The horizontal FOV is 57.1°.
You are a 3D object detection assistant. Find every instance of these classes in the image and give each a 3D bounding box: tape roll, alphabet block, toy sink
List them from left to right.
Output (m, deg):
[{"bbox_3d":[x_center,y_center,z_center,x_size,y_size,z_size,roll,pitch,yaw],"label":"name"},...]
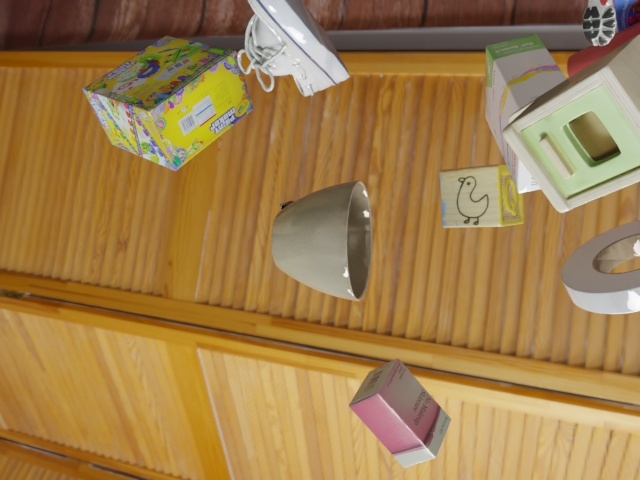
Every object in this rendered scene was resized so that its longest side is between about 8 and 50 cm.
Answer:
[{"bbox_3d":[0.510,-0.138,1.856,0.193,0.197,0.193,-9,96,-49],"label":"alphabet block"},{"bbox_3d":[0.363,-0.143,0.825,0.131,0.234,0.153,-39,95,-33],"label":"toy sink"},{"bbox_3d":[0.853,0.058,1.583,0.072,0.392,0.392,60,30,-13],"label":"tape roll"}]

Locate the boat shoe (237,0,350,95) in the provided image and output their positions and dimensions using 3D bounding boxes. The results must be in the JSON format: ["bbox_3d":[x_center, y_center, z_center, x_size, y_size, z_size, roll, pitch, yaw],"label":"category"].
[{"bbox_3d":[-0.072,-0.328,1.009,0.136,0.156,0.367,62,13,8],"label":"boat shoe"}]

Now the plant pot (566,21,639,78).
[{"bbox_3d":[0.863,-0.473,1.698,0.275,0.243,0.275,14,73,-51],"label":"plant pot"}]

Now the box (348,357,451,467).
[{"bbox_3d":[0.215,0.460,1.574,0.232,0.127,0.148,48,41,-5],"label":"box"}]

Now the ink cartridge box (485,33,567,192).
[{"bbox_3d":[0.447,-0.249,1.237,0.207,0.119,0.353,74,8,-45],"label":"ink cartridge box"}]

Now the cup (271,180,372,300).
[{"bbox_3d":[0.000,0.000,1.653,0.331,0.236,0.331,0,90,-73],"label":"cup"}]

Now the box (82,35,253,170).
[{"bbox_3d":[-0.383,-0.363,1.505,0.290,0.279,0.177,-45,141,-28],"label":"box"}]

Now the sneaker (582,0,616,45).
[{"bbox_3d":[0.600,-0.500,1.241,0.071,0.068,0.170,-33,124,-38],"label":"sneaker"}]

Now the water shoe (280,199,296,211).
[{"bbox_3d":[-0.099,-0.104,2.251,0.203,0.080,0.073,-148,-131,-67],"label":"water shoe"}]

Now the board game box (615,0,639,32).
[{"bbox_3d":[0.942,-0.710,1.624,0.347,0.233,0.078,52,47,-46],"label":"board game box"}]
